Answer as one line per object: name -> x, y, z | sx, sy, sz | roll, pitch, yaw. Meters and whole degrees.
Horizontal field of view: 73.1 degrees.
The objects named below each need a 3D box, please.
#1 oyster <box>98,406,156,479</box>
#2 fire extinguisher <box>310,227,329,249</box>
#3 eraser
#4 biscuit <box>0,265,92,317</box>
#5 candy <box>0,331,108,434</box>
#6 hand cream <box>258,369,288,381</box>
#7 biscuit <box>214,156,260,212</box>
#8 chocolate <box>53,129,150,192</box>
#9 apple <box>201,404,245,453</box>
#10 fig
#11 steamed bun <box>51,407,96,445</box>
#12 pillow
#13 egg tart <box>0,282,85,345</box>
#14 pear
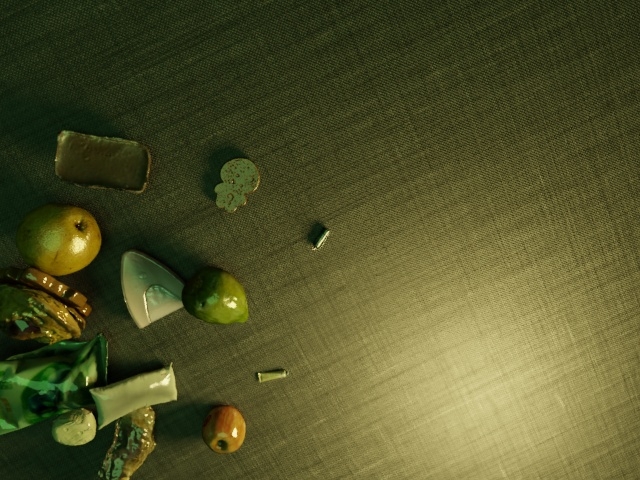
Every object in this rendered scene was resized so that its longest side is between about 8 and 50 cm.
oyster -> -0.640, 0.692, 1.425 | 0.166, 0.110, 0.341 | 32, 84, -17
fire extinguisher -> 0.000, 0.000, 1.393 | 0.038, 0.025, 0.083 | 31, 98, -35
eraser -> -0.530, 0.131, 1.344 | 0.205, 0.059, 0.243 | -26, 107, 0
biscuit -> -0.822, 0.135, 1.253 | 0.302, 0.278, 0.043 | 11, 59, 10
candy -> -0.845, 0.442, 1.293 | 0.398, 0.172, 0.262 | -10, 106, -30
hand cream -> -0.160, 0.460, 1.477 | 0.102, 0.022, 0.035 | -10, 103, 1
biscuit -> -0.261, -0.173, 1.326 | 0.124, 0.026, 0.175 | 30, 97, -10
chocolate -> -0.619, -0.218, 1.249 | 0.262, 0.083, 0.160 | 10, 84, -9
apple -> -0.321, 0.633, 1.439 | 0.147, 0.131, 0.146 | -1, 108, -5
fig -> -0.305, 0.185, 1.328 | 0.234, 0.167, 0.167 | 37, 96, -15
steamed bun -> -0.791, 0.602, 1.400 | 0.130, 0.091, 0.112 | -7, 111, -5
pillow -> -0.581, 0.490, 1.363 | 0.254, 0.078, 0.144 | -11, 115, -38
egg tart -> -0.834, 0.225, 1.234 | 0.297, 0.297, 0.132 | 30, 58, -11
pear -> -0.731, -0.010, 1.220 | 0.209, 0.209, 0.208 | -1, 102, -6
